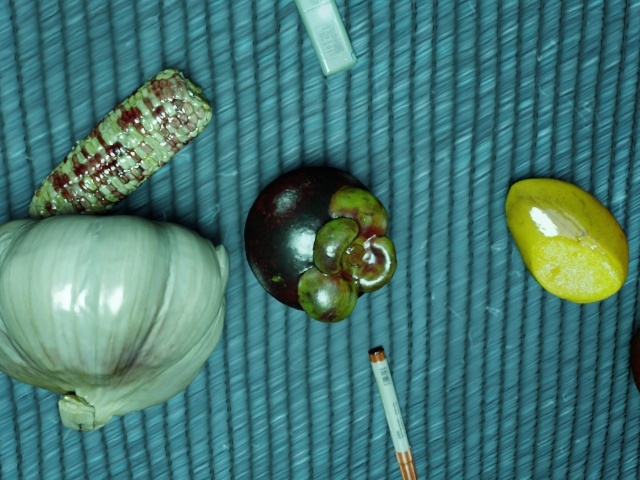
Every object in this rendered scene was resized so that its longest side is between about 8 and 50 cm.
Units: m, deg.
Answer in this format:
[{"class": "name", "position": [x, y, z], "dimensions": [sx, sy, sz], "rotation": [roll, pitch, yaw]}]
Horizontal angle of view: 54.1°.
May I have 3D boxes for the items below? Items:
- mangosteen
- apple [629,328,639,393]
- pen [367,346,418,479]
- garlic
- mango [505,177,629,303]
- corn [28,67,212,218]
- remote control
[{"class": "mangosteen", "position": [0.000, 0.000, 0.822], "dimensions": [0.210, 0.210, 0.209], "rotation": [-1, 102, -7]}, {"class": "apple", "position": [0.572, 0.189, 0.922], "dimensions": [0.234, 0.234, 0.233], "rotation": [-1, 102, -7]}, {"class": "pen", "position": [0.115, 0.277, 0.983], "dimensions": [0.028, 0.028, 0.238], "rotation": [-16, 103, -3]}, {"class": "garlic", "position": [-0.271, 0.083, 0.773], "dimensions": [0.322, 0.241, 0.321], "rotation": [-10, 131, -12]}, {"class": "mango", "position": [0.353, -0.008, 0.917], "dimensions": [0.217, 0.102, 0.141], "rotation": [41, 118, -10]}, {"class": "corn", "position": [-0.266, -0.106, 0.822], "dimensions": [0.290, 0.098, 0.098], "rotation": [-41, 104, 6]}, {"class": "remote control", "position": [0.007, -0.289, 0.853], "dimensions": [0.053, 0.018, 0.124], "rotation": [-24, 104, 0]}]
